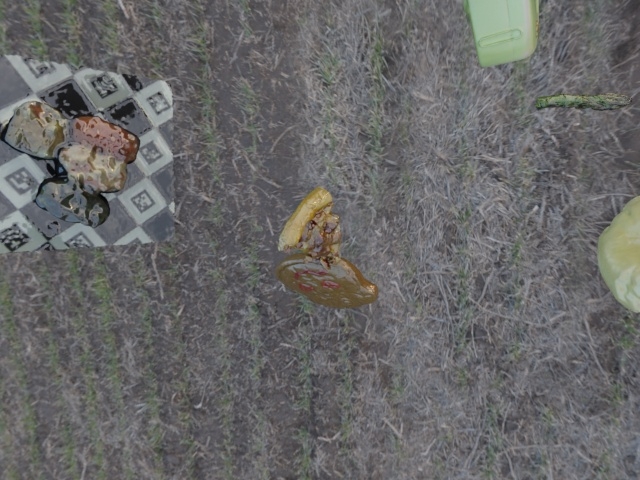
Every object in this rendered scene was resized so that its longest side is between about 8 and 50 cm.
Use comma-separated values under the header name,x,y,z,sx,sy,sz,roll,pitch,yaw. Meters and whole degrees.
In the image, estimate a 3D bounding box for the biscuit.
name,x,y,z,sx,sy,sz,roll,pitch,yaw
biscuit,0.008,0.120,1.135,0.273,0.049,0.257,-14,134,46

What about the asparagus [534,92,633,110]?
name,x,y,z,sx,sy,sz,roll,pitch,yaw
asparagus,0.506,-0.266,0.781,0.165,0.030,0.036,5,147,15

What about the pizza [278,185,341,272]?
name,x,y,z,sx,sy,sz,roll,pitch,yaw
pizza,0.002,-0.001,0.848,0.069,0.194,0.154,16,64,40

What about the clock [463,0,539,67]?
name,x,y,z,sx,sy,sz,roll,pitch,yaw
clock,0.296,-0.457,0.658,0.096,0.307,0.235,-3,141,32

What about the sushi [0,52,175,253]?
name,x,y,z,sx,sy,sz,roll,pitch,yaw
sushi,-0.279,-0.093,0.474,0.047,0.231,0.219,15,106,49

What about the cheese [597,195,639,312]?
name,x,y,z,sx,sy,sz,roll,pitch,yaw
cheese,0.528,0.016,0.589,0.117,0.226,0.214,45,152,-26
